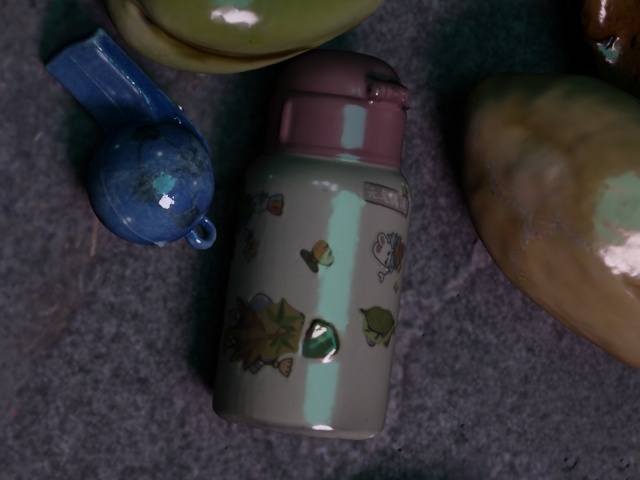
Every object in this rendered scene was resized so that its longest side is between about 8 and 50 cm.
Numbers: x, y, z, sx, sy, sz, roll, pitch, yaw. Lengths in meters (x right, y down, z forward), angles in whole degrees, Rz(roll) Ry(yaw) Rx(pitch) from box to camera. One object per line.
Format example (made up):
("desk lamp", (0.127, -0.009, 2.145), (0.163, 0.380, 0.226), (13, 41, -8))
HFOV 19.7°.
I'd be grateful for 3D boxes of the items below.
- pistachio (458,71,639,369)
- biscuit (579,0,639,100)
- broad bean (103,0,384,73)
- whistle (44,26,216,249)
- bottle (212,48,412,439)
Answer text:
("pistachio", (0.213, -0.014, 1.311), (0.293, 0.181, 0.162), (35, 116, -22))
("biscuit", (0.270, -0.191, 1.354), (0.212, 0.036, 0.212), (-21, 125, -34))
("broad bean", (-0.026, -0.222, 1.186), (0.189, 0.121, 0.263), (34, 76, -10))
("whistle", (-0.121, -0.051, 1.175), (0.158, 0.090, 0.090), (46, 74, -23))
("bottle", (0.000, 0.000, 1.224), (0.120, 0.120, 0.253), (8, 89, -28))
